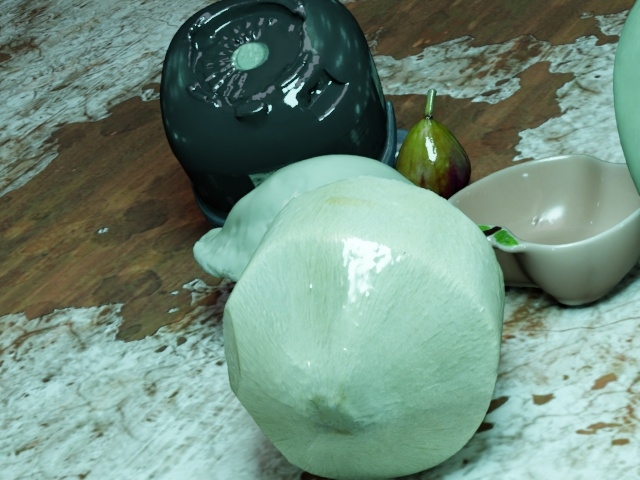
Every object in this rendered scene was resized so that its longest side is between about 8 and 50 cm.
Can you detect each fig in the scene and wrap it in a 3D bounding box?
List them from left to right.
[{"bbox_3d":[0.120,-0.102,1.875,0.089,0.125,0.089,-10,23,4],"label":"fig"}]

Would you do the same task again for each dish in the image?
[{"bbox_3d":[0.229,-0.002,1.657,0.213,0.090,0.213,-11,25,5],"label":"dish"}]

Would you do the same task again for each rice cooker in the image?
[{"bbox_3d":[-0.046,-0.141,1.876,0.267,0.224,0.267,-9,53,12],"label":"rice cooker"}]

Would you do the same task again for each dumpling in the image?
[{"bbox_3d":[-0.001,0.005,1.737,0.227,0.243,0.175,-11,60,51],"label":"dumpling"}]

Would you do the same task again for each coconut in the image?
[{"bbox_3d":[0.037,0.079,1.442,0.237,0.237,0.266,-9,28,15],"label":"coconut"}]

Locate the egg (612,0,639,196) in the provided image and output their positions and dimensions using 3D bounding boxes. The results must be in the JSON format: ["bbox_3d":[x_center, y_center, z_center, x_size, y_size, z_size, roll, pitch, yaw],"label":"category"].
[{"bbox_3d":[0.398,-0.102,1.522,0.258,0.258,0.352,-19,67,-7],"label":"egg"}]

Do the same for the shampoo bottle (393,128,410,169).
[{"bbox_3d":[0.018,-0.092,1.997,0.234,0.049,0.087,-6,35,20],"label":"shampoo bottle"}]
